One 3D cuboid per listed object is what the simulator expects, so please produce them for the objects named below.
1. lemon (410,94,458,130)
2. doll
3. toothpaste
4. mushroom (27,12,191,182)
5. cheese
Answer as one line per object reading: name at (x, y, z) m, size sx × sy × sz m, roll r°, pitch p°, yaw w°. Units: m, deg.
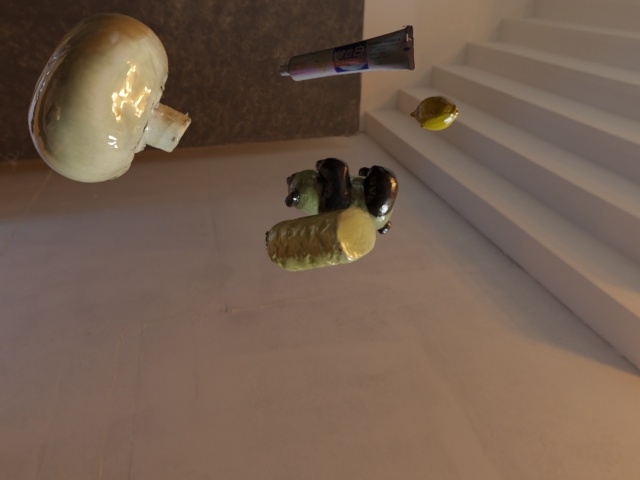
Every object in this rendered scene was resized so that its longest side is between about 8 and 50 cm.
lemon at (0.215, -0.240, 0.883) m, size 0.092 × 0.065 × 0.065 m, roll 4°, pitch -153°, yaw 32°
doll at (0.044, -0.098, 0.957) m, size 0.234 × 0.135 × 0.143 m, roll 13°, pitch -176°, yaw -4°
toothpaste at (0.025, -0.206, 0.534) m, size 0.169 × 0.045 × 0.028 m, roll 3°, pitch -165°, yaw 30°
mushroom at (-0.292, -0.194, 0.676) m, size 0.202 × 0.246 × 0.246 m, roll 18°, pitch -155°, yaw -19°
cheese at (0.000, 0.000, 0.818) m, size 0.167 × 0.094 × 0.123 m, roll -9°, pitch -178°, yaw 36°
